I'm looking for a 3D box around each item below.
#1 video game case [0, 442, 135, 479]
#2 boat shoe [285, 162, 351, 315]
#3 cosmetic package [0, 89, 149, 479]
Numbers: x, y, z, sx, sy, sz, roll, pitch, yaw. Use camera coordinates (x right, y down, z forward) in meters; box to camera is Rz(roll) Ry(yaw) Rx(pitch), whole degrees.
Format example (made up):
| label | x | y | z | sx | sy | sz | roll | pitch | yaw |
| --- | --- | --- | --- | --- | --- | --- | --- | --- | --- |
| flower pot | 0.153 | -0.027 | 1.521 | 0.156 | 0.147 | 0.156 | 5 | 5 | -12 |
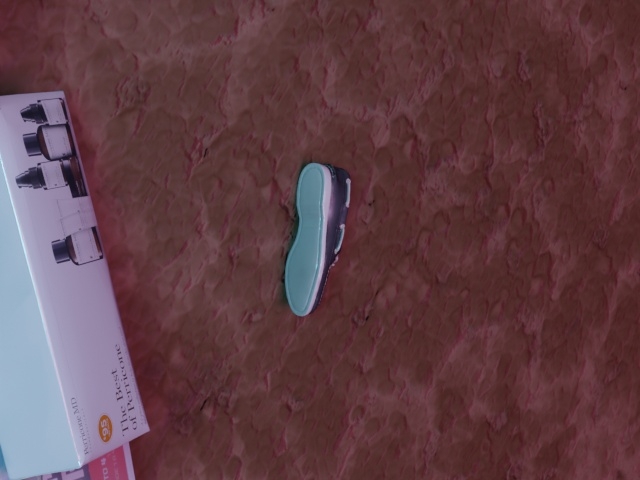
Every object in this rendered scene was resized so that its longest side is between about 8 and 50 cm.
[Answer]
| label | x | y | z | sx | sy | sz | roll | pitch | yaw |
| --- | --- | --- | --- | --- | --- | --- | --- | --- | --- |
| video game case | -0.201 | 0.166 | 1.023 | 0.285 | 0.025 | 0.204 | -6 | 86 | -67 |
| boat shoe | 0.000 | 0.000 | 1.283 | 0.038 | 0.046 | 0.125 | 6 | 89 | -40 |
| cosmetic package | -0.183 | 0.025 | 1.022 | 0.099 | 0.060 | 0.239 | -20 | 97 | -66 |
